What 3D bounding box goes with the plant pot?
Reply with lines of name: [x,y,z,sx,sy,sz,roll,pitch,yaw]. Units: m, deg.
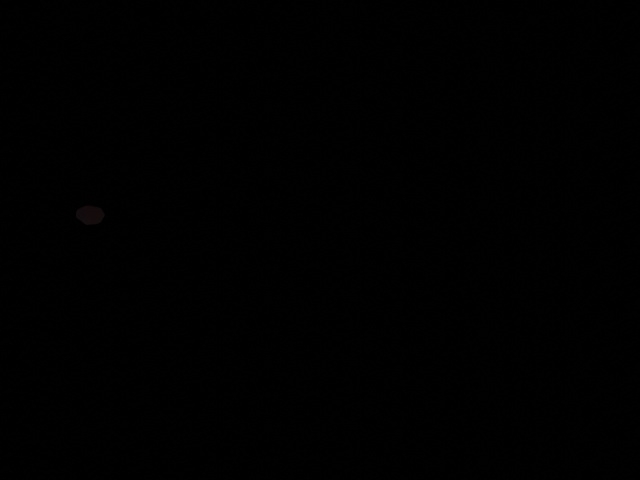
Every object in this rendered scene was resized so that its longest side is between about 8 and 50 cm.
plant pot: [-0.027,-0.001,0.311,0.237,0.237,0.254,-13,-175,-28]
